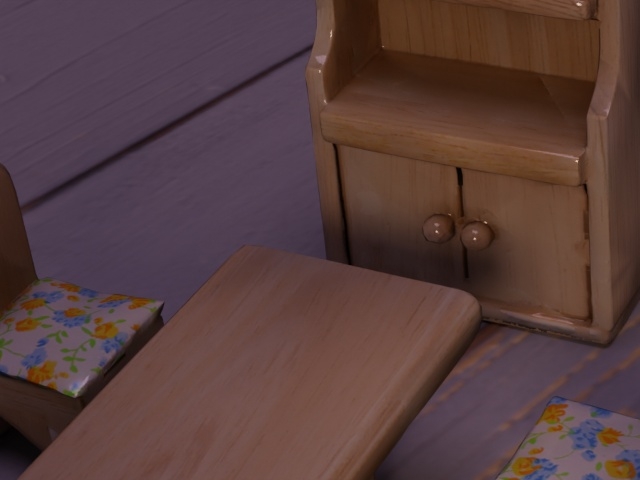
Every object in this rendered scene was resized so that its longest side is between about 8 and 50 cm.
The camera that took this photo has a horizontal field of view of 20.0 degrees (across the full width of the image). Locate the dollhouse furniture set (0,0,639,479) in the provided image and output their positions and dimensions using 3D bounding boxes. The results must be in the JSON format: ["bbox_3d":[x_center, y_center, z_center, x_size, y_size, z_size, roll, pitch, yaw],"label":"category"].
[{"bbox_3d":[0.000,0.000,0.734,0.362,0.256,0.394,12,37,27],"label":"dollhouse furniture set"}]
